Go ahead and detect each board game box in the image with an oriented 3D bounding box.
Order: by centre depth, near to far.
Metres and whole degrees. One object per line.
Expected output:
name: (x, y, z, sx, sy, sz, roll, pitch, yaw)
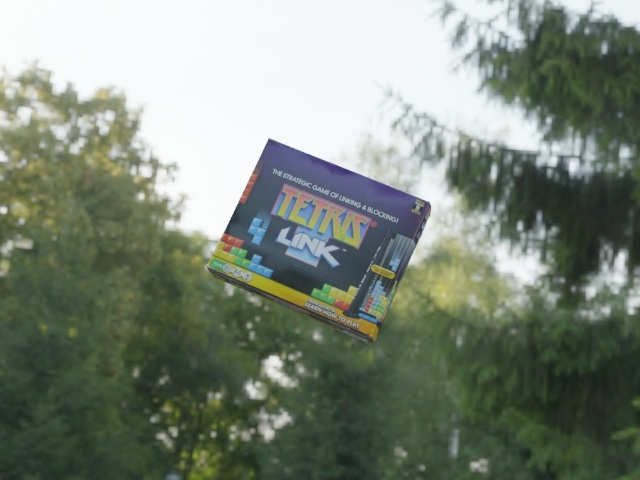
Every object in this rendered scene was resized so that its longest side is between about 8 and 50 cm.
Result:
board game box: (0.000, 0.000, 1.163, 0.170, 0.141, 0.048, 22, -11, 10)
